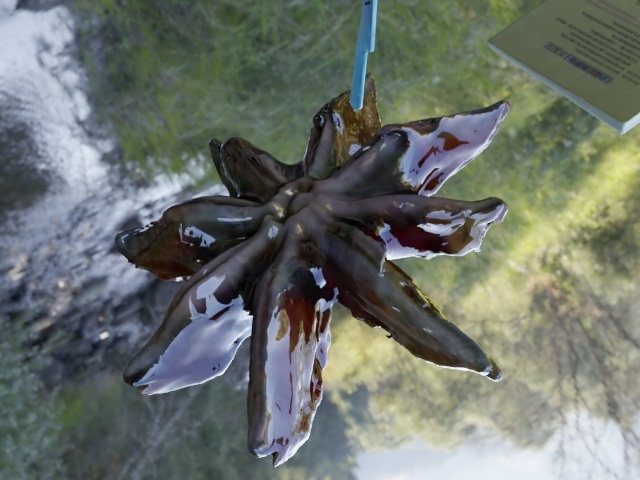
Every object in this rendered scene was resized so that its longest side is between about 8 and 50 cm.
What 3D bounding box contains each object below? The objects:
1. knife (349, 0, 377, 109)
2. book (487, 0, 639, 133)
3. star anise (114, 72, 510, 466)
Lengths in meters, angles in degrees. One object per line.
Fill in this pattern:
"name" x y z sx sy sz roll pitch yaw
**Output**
"knife" 0.025 -0.111 0.578 0.005 0.014 0.091 -19 138 -24
"book" 0.263 -0.182 0.846 0.192 0.168 0.013 -35 137 -10
"star anise" 0.001 0.000 0.602 0.288 0.288 0.088 -30 132 8
